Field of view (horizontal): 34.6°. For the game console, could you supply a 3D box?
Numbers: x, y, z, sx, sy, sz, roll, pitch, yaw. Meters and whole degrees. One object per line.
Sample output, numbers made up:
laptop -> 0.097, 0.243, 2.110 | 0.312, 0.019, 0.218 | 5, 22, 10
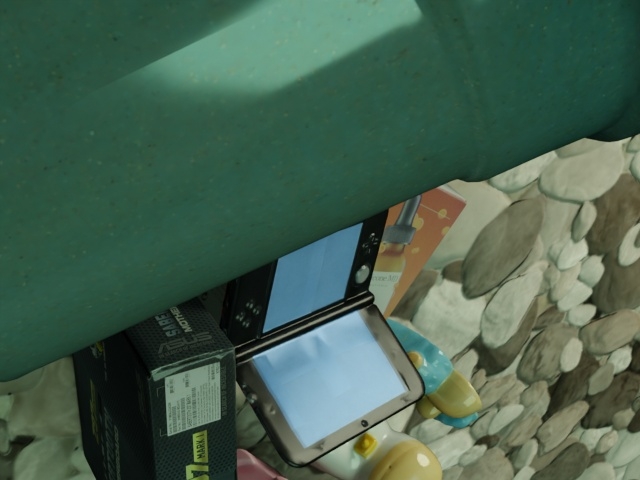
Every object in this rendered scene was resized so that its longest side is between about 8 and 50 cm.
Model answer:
game console -> 0.012, 0.053, 0.662 | 0.144, 0.085, 0.124 | -20, 132, -46

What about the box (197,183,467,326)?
box -> 0.000, 0.000, 0.766 | 0.130, 0.091, 0.170 | 22, 107, -41

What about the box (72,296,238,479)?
box -> -0.119, 0.117, 0.705 | 0.059, 0.183, 0.232 | -14, 128, -24

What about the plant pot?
plant pot -> -0.071, -0.120, 0.497 | 0.334, 0.341, 0.341 | -29, 132, -3

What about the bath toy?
bath toy -> -0.019, 0.228, 0.843 | 0.348, 0.151, 0.129 | -44, 144, -14
